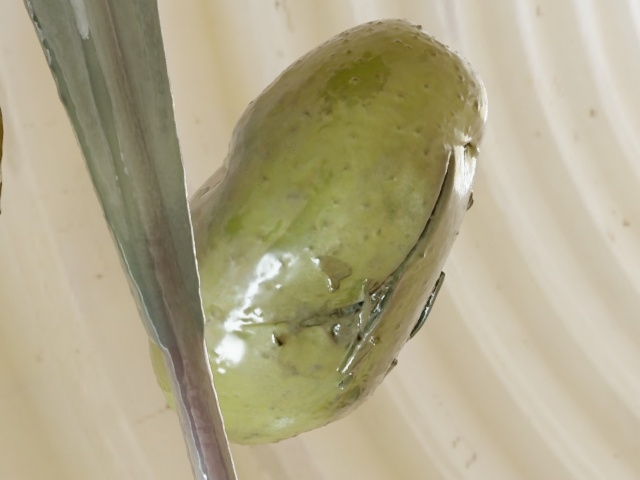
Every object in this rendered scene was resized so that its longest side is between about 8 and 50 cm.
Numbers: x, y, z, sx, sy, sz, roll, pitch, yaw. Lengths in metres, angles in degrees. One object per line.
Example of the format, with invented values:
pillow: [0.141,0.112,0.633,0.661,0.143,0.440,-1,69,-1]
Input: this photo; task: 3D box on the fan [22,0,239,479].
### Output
fan: [-0.052,-0.023,0.374,0.057,0.282,0.023,-18,-175,-26]

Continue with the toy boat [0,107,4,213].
toy boat: [-0.140,0.004,0.352,0.065,0.172,0.066,43,-155,3]

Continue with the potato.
potato: [0.000,0.000,0.649,0.143,0.248,0.169,26,-170,-24]
